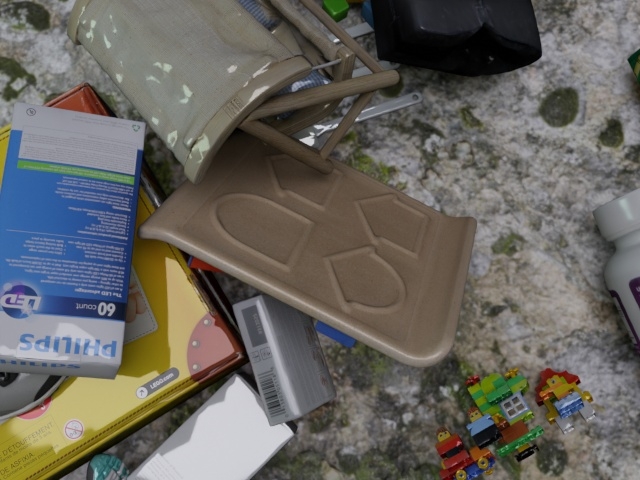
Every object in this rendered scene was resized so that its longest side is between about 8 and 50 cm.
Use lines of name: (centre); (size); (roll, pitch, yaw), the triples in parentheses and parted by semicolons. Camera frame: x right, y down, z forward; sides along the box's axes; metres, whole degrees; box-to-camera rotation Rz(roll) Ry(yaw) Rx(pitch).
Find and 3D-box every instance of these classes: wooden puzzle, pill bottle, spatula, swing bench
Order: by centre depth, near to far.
swing bench: (-0.096, -0.207, 0.869); (0.253, 0.254, 0.165); (48, 119, 21)
wooden puzzle: (0.000, 0.000, 0.926); (0.347, 0.322, 0.080); (23, 122, 4)
pill bottle: (0.454, 0.075, 0.947); (0.169, 0.169, 0.302); (-22, 82, -3)
spatula: (0.006, -0.219, 1.074); (0.242, 0.019, 0.168); (-20, 80, -2)

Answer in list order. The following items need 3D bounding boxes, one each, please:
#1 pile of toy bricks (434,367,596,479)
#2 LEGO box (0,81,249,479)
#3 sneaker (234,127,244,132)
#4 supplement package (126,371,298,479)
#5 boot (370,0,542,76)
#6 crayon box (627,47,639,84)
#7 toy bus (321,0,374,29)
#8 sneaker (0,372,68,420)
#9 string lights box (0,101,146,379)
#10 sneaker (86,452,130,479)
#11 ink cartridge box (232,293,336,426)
pile of toy bricks: (0.223, 0.210, 0.971); (0.212, 0.118, 0.105); (-31, 50, 5)
LEGO box: (-0.386, 0.111, 0.936); (0.500, 0.193, 0.372); (-31, 82, -5)
sneaker: (-0.170, -0.180, 1.030); (0.170, 0.051, 0.089); (4, 44, 4)
supplement package: (-0.127, 0.260, 0.955); (0.179, 0.105, 0.105); (-44, 83, -5)
boot: (0.219, -0.429, 0.990); (0.367, 0.146, 0.445); (-5, 72, -15)
crayon box: (0.568, -0.221, 1.017); (0.278, 0.081, 0.165); (-20, 81, -12)
toy bus: (0.031, -0.373, 1.053); (0.202, 0.104, 0.191); (41, 74, 6)
sneaker: (-0.371, 0.147, 0.777); (0.271, 0.108, 0.100); (-24, 81, -8)
string lights box: (-0.256, 0.000, 0.779); (0.133, 0.077, 0.260); (8, 68, -17)
sneaker: (-0.271, 0.316, 0.936); (0.076, 0.065, 0.166); (14, 126, 15)
ink cartridge box: (-0.039, 0.137, 0.942); (0.045, 0.179, 0.145); (-20, 81, 10)
